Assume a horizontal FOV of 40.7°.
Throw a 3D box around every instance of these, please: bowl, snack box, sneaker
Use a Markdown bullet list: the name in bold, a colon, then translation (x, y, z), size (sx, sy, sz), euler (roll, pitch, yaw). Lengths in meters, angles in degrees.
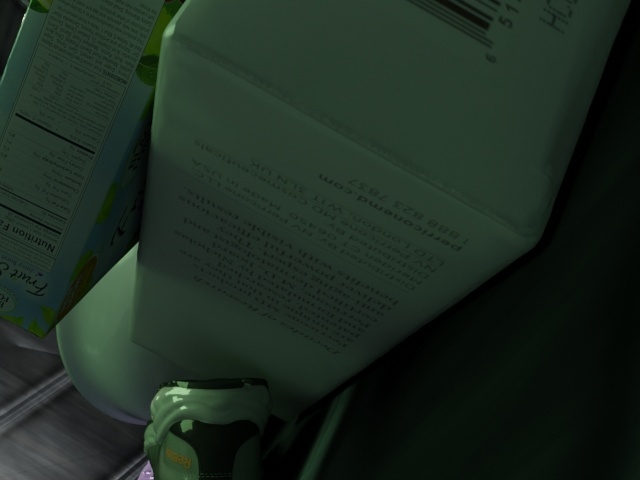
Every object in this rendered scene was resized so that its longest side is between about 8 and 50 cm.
- **bowl**: translation (-0.091, 0.069, 0.838), size (0.134, 0.298, 0.298), euler (24, 83, 44)
- **snack box**: translation (-0.105, -0.077, 0.453), size (0.207, 0.070, 0.174), euler (-63, 3, 18)
- **sneaker**: translation (-0.093, 0.187, 0.680), size (0.271, 0.100, 0.108), euler (107, 163, -66)

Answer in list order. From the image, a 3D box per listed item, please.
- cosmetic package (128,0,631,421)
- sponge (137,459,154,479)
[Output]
- **cosmetic package**: translation (0.006, -0.048, 0.550), size (0.230, 0.161, 0.453), euler (-62, 3, -23)
- **sponge**: translation (-0.139, 0.250, 0.893), size (0.117, 0.031, 0.210), euler (-15, 26, 25)
